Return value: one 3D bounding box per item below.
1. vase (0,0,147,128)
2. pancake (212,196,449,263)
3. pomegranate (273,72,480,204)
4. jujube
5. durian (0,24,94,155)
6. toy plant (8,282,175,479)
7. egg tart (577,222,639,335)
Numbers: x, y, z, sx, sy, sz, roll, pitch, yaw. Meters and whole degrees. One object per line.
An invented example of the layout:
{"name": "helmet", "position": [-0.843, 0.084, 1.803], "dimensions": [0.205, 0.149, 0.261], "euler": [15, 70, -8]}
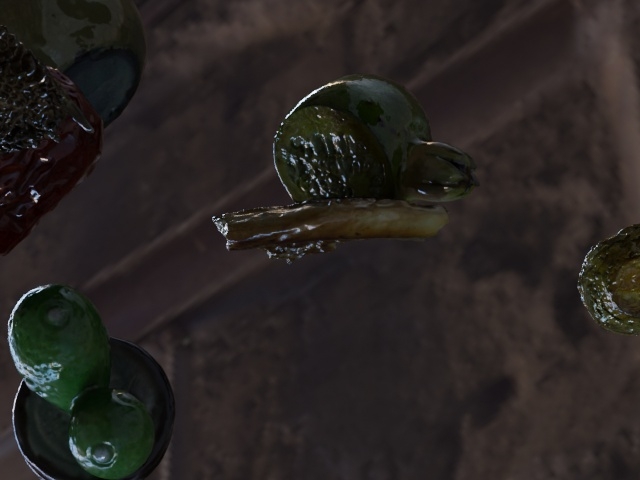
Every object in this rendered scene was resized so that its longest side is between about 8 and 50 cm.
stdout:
{"name": "vase", "position": [-0.392, -0.232, 2.243], "dimensions": [0.302, 0.329, 0.241], "euler": [48, -174, 24]}
{"name": "pancake", "position": [0.000, 0.000, 2.215], "dimensions": [0.266, 0.244, 0.057], "euler": [3, -107, -13]}
{"name": "pomegranate", "position": [0.073, -0.120, 2.279], "dimensions": [0.159, 0.241, 0.190], "euler": [-40, -74, -43]}
{"name": "jujube", "position": [-0.331, -0.075, 1.975], "dimensions": [0.155, 0.230, 0.155], "euler": [35, 172, 6]}
{"name": "durian", "position": [-0.289, -0.124, 1.658], "dimensions": [0.188, 0.148, 0.091], "euler": [22, -116, -6]}
{"name": "toy plant", "position": [-0.245, 0.168, 2.008], "dimensions": [0.218, 0.175, 0.235], "euler": [56, 165, 21]}
{"name": "egg tart", "position": [0.344, 0.045, 2.058], "dimensions": [0.130, 0.130, 0.052], "euler": [47, -171, -10]}
